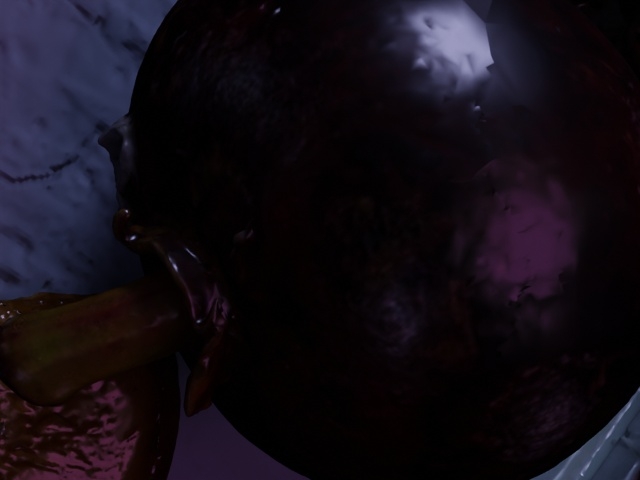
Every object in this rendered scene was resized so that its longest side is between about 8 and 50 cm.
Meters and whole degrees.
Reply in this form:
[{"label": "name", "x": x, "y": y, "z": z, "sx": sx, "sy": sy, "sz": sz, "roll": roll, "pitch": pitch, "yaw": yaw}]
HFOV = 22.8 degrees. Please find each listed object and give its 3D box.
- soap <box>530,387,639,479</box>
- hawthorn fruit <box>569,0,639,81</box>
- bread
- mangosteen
[{"label": "soap", "x": 0.156, "y": 0.083, "z": 0.809, "sx": 0.261, "sy": 0.150, "sz": 0.094, "roll": -50, "pitch": 124, "yaw": -21}, {"label": "hawthorn fruit", "x": 0.215, "y": -0.163, "z": 0.766, "sx": 0.248, "sy": 0.208, "sz": 0.208, "roll": -32, "pitch": 120, "yaw": -22}, {"label": "bread", "x": -0.109, "y": 0.086, "z": 0.648, "sx": 0.126, "sy": 0.044, "sz": 0.129, "roll": 7, "pitch": 99, "yaw": -41}, {"label": "mangosteen", "x": 0.000, "y": 0.000, "z": 0.606, "sx": 0.261, "sy": 0.235, "sz": 0.235, "roll": -24, "pitch": 115, "yaw": -23}]
